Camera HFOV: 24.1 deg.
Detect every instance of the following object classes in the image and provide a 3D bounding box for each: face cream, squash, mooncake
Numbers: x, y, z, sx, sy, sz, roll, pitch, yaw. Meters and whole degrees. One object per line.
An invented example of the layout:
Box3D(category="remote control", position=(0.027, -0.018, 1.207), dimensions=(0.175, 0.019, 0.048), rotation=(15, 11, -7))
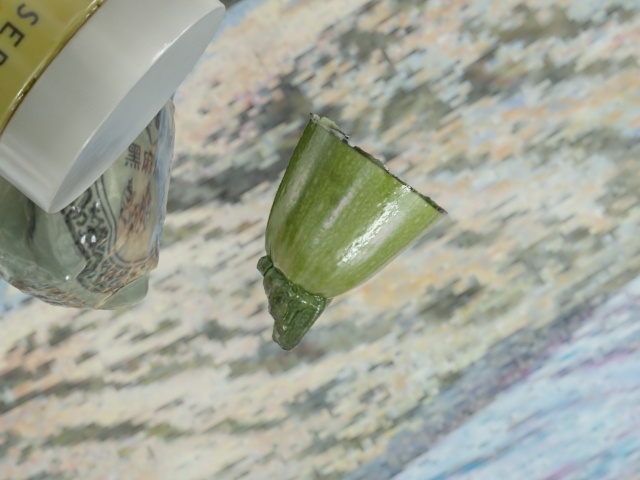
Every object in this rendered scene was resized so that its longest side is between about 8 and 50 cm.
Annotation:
Box3D(category="face cream", position=(-0.212, -0.159, 1.182), dimensions=(0.218, 0.179, 0.218), rotation=(-50, -179, 1))
Box3D(category="squash", position=(-0.002, 0.003, 0.911), dimensions=(0.132, 0.105, 0.105), rotation=(-53, 164, 5))
Box3D(category="mooncake", position=(-0.216, -0.060, 1.409), dimensions=(0.136, 0.250, 0.254), rotation=(8, 175, 13))
